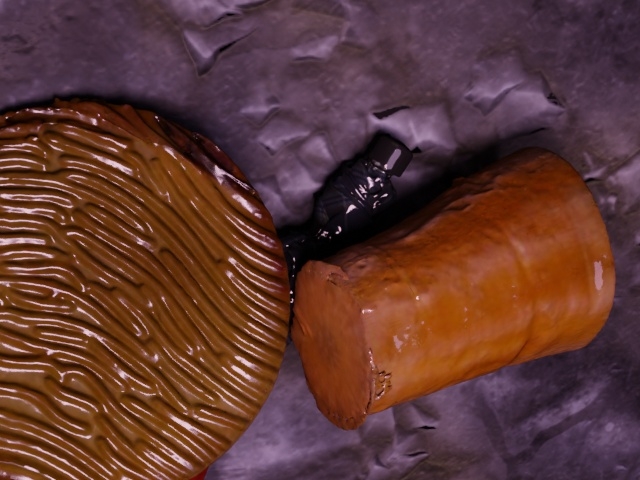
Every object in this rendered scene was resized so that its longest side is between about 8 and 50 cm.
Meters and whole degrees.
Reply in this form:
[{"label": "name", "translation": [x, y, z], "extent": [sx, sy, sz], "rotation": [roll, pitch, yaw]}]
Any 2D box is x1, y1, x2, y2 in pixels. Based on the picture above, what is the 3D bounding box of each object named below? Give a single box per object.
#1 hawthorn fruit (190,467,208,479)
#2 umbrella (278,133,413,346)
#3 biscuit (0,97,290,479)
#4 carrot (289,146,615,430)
[{"label": "hawthorn fruit", "translation": [-0.174, 0.187, 1.154], "extent": [0.196, 0.225, 0.196], "rotation": [-10, 140, -8]}, {"label": "umbrella", "translation": [-0.002, -0.001, 1.230], "extent": [0.071, 0.080, 0.224], "rotation": [37, 96, -2]}, {"label": "biscuit", "translation": [-0.175, 0.045, 1.071], "extent": [0.318, 0.040, 0.318], "rotation": [3, 78, -14]}, {"label": "carrot", "translation": [0.102, 0.040, 1.209], "extent": [0.254, 0.196, 0.196], "rotation": [-17, 124, -24]}]
